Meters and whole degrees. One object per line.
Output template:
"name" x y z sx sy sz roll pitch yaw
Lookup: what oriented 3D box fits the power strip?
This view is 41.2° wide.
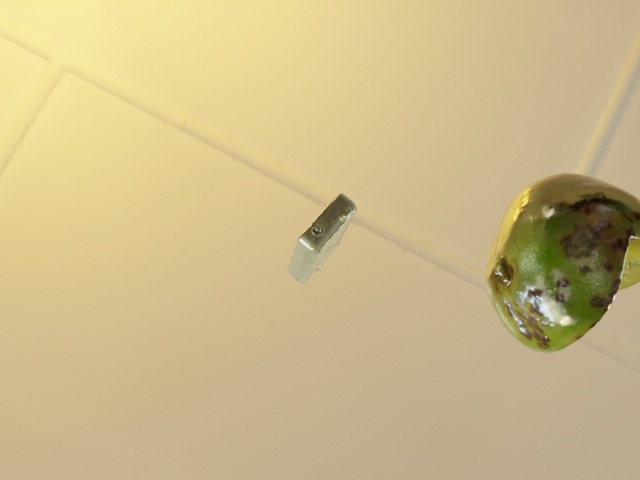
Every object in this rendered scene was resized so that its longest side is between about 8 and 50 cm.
"power strip" 0.000 0.000 0.520 0.016 0.090 0.040 40 -107 5

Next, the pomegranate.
"pomegranate" 0.207 0.004 0.681 0.169 0.143 0.122 -29 -106 -18
